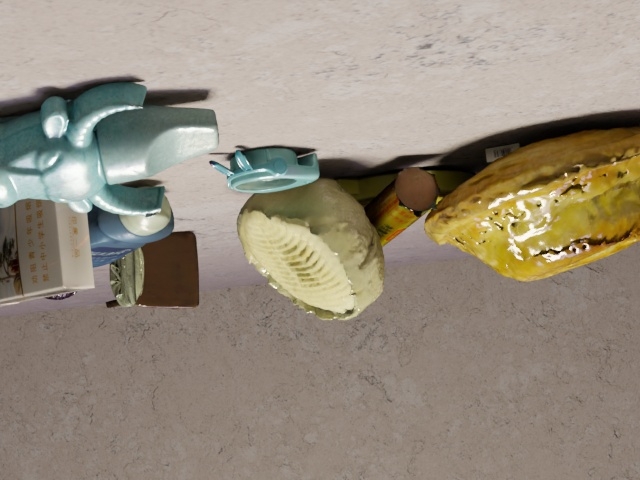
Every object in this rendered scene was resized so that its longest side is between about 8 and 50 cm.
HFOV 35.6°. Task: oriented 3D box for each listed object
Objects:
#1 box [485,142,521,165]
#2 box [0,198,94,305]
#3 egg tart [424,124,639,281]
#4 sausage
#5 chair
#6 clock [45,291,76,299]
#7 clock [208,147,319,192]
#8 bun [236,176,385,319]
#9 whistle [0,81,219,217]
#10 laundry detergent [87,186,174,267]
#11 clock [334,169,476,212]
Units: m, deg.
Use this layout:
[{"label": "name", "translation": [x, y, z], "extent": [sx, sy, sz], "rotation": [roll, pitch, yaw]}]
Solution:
[{"label": "box", "translation": [0.289, -0.131, 1.556], "extent": [0.054, 0.024, 0.083], "rotation": [-11, 173, 16]}, {"label": "box", "translation": [-0.444, 0.015, 1.480], "extent": [0.233, 0.150, 0.067], "rotation": [-11, 170, 33]}, {"label": "egg tart", "translation": [0.385, -0.046, 1.562], "extent": [0.443, 0.178, 0.443], "rotation": [-16, 171, -2]}, {"label": "sausage", "translation": [0.084, -0.017, 1.655], "extent": [0.082, 0.082, 0.371], "rotation": [-4, 164, -22]}, {"label": "chair", "translation": [-0.331, 0.058, 1.987], "extent": [0.186, 0.160, 0.319], "rotation": [1, 172, -21]}, {"label": "clock", "translation": [-0.544, 0.059, 1.879], "extent": [0.194, 0.100, 0.195], "rotation": [5, 177, -27]}, {"label": "clock", "translation": [-0.080, -0.097, 1.360], "extent": [0.108, 0.045, 0.147], "rotation": [-13, 171, 37]}, {"label": "bun", "translation": [0.000, 0.000, 1.560], "extent": [0.152, 0.259, 0.259], "rotation": [-50, -163, -28]}, {"label": "whistle", "translation": [-0.240, -0.093, 1.021], "extent": [0.274, 0.093, 0.186], "rotation": [-9, 148, -7]}, {"label": "laundry detergent", "translation": [-0.314, -0.020, 1.551], "extent": [0.143, 0.094, 0.290], "rotation": [2, 170, -35]}, {"label": "clock", "translation": [0.133, -0.065, 1.747], "extent": [0.293, 0.071, 0.277], "rotation": [-7, 173, -8]}]
